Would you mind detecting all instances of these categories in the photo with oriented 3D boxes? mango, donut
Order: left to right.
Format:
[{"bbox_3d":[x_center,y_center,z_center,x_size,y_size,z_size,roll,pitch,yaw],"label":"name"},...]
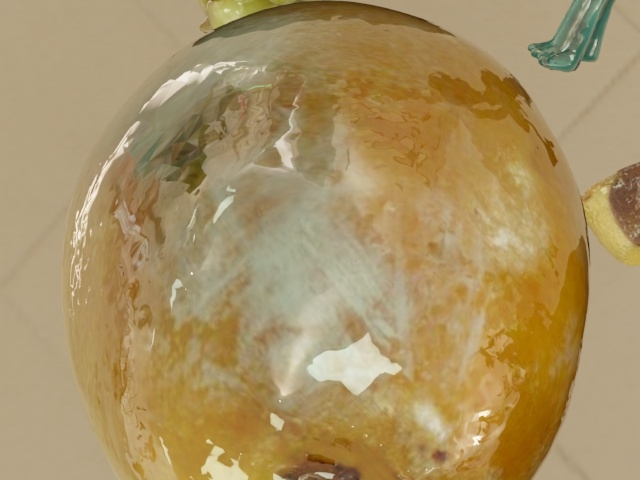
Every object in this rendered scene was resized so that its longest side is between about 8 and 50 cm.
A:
[{"bbox_3d":[0.000,0.000,0.790,0.221,0.384,0.199,-41,107,17],"label":"mango"},{"bbox_3d":[0.329,-0.032,1.716,0.166,0.184,0.073,-35,69,37],"label":"donut"}]

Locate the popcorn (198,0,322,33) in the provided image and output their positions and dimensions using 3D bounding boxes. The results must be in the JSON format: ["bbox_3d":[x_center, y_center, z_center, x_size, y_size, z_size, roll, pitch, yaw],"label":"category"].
[{"bbox_3d":[0.000,-0.224,1.029,0.256,0.195,0.255,21,61,33],"label":"popcorn"}]

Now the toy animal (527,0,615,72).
[{"bbox_3d":[0.150,-0.170,0.827,0.100,0.103,0.208,7,102,-10],"label":"toy animal"}]
